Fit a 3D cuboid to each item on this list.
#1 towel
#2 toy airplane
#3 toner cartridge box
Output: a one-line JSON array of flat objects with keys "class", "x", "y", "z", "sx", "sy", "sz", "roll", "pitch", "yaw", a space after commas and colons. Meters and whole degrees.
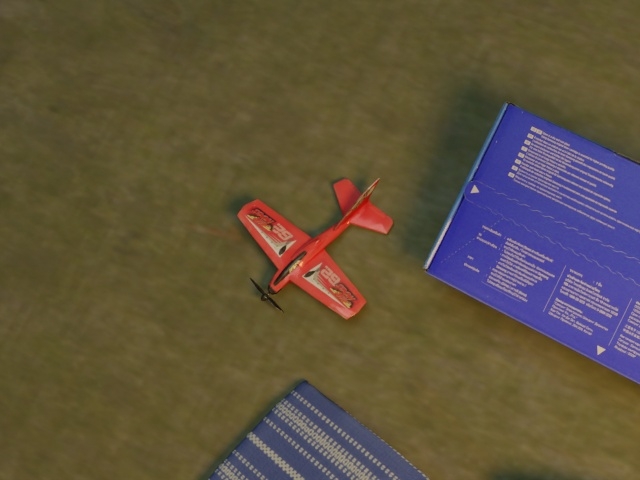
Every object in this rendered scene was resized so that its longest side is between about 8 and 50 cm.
[{"class": "towel", "x": -0.061, "y": 0.289, "z": 1.589, "sx": 0.336, "sy": 0.040, "sz": 0.243, "roll": -48, "pitch": 38, "yaw": -7}, {"class": "toy airplane", "x": 0.000, "y": 0.000, "z": 1.729, "sx": 0.151, "sy": 0.028, "sz": 0.151, "roll": -4, "pitch": 71, "yaw": 11}, {"class": "toner cartridge box", "x": 0.272, "y": 0.031, "z": 1.592, "sx": 0.348, "sy": 0.075, "sz": 0.165, "roll": 28, "pitch": 93, "yaw": 26}]
